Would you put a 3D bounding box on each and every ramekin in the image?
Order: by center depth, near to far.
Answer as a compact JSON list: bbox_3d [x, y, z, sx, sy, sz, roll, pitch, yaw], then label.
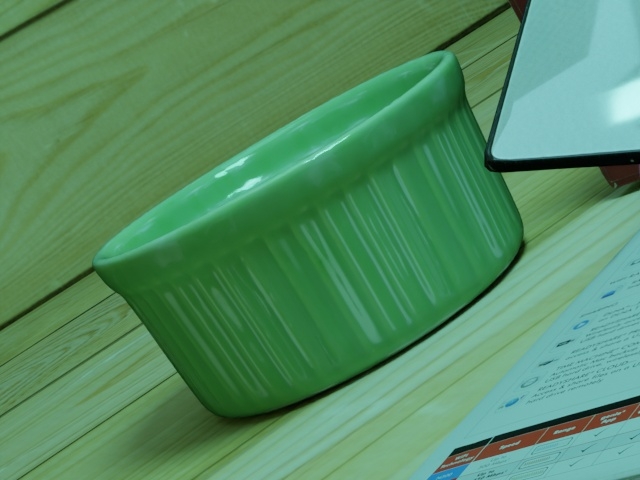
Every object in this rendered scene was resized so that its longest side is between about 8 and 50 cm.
[{"bbox_3d":[0.000,0.000,1.282,0.303,0.148,0.303,-30,9,5],"label":"ramekin"}]

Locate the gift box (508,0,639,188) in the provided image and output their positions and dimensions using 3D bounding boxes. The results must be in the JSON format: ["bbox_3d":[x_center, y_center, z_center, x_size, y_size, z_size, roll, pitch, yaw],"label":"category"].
[{"bbox_3d":[0.294,-0.228,1.233,0.255,0.276,0.258,-14,16,44],"label":"gift box"}]

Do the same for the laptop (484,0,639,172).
[{"bbox_3d":[0.268,-0.257,0.802,0.408,0.236,0.382,-3,48,27],"label":"laptop"}]

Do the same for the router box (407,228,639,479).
[{"bbox_3d":[0.220,0.029,0.614,0.335,0.082,0.301,-22,12,42],"label":"router box"}]

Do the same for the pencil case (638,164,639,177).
[{"bbox_3d":[0.245,-0.051,0.932,0.095,0.098,0.209,-33,8,-17],"label":"pencil case"}]
